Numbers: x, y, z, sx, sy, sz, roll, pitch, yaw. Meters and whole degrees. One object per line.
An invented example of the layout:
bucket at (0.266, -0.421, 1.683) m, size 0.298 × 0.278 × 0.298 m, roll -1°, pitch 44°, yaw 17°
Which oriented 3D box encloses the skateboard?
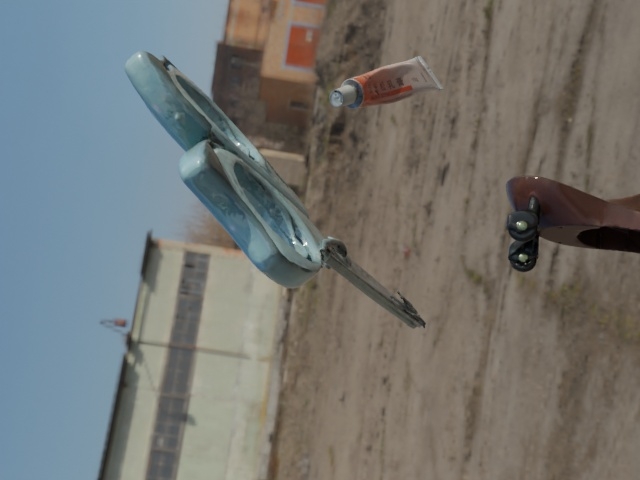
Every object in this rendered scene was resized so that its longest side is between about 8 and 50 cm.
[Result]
skateboard at (0.188, -0.019, 0.533) m, size 0.067 × 0.151 × 0.080 m, roll 60°, pitch -141°, yaw -66°

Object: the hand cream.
hand cream at (0.090, -0.206, 1.181) m, size 0.216 × 0.038 × 0.052 m, roll -25°, pitch -73°, yaw -44°

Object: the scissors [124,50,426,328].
scissors at (0.001, -0.001, 0.618) m, size 0.360 × 0.029 × 0.191 m, roll 37°, pitch -164°, yaw -51°
